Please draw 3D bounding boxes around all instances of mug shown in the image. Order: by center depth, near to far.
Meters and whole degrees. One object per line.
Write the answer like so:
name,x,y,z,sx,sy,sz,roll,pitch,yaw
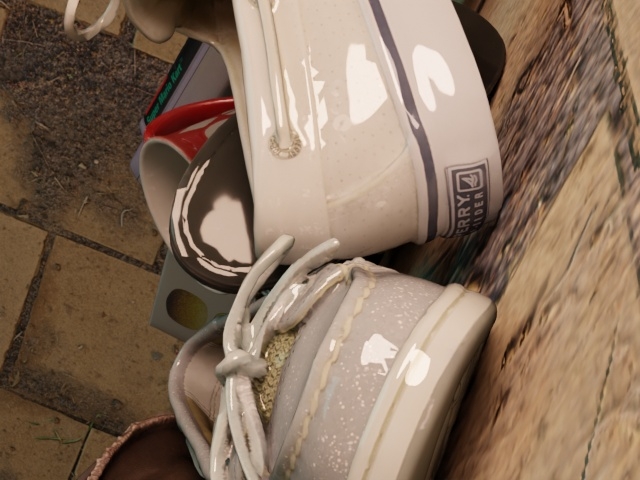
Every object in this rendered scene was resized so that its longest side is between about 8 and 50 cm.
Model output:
mug,-0.033,-0.065,0.884,0.169,0.150,0.113,-29,-17,-26

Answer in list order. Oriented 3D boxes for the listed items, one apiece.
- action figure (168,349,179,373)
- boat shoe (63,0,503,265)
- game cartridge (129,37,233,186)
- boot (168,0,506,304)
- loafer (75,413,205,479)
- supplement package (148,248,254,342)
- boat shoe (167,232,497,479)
action figure,-0.132,0.212,1.129,0.091,0.139,0.280,-17,42,51
boat shoe,-0.051,-0.140,0.609,0.136,0.156,0.367,87,166,-62
game cartridge,-0.007,-0.169,1.020,0.230,0.068,0.355,-21,-17,-36
boot,0.000,0.000,0.731,0.263,0.091,0.229,-39,-16,-37
loafer,-0.060,0.179,0.531,0.130,0.133,0.366,-54,13,22
supplement package,-0.044,0.010,1.050,0.134,0.139,0.244,-64,1,-23
boat shoe,-0.011,0.064,0.510,0.320,0.103,0.118,138,155,-83
